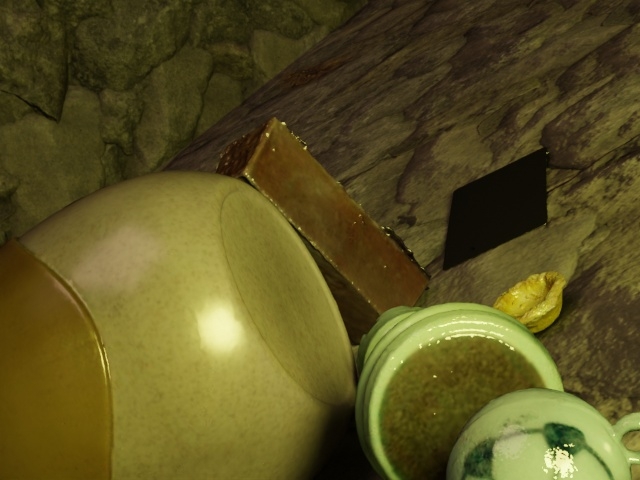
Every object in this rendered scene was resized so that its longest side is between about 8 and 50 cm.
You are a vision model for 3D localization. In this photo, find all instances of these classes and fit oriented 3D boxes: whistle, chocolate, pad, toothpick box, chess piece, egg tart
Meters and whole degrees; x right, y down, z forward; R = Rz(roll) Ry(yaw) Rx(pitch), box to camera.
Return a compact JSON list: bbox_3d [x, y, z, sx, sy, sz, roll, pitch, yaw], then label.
[{"bbox_3d":[0.148,0.213,1.097,0.289,0.163,0.163,-27,18,14],"label":"whistle"},{"bbox_3d":[0.000,0.000,1.710,0.112,0.321,0.112,-27,26,40],"label":"chocolate"},{"bbox_3d":[0.251,-0.047,1.893,0.159,0.009,0.265,-25,20,20],"label":"pad"},{"bbox_3d":[-0.207,0.159,1.457,0.425,0.409,0.409,-28,17,18],"label":"toothpick box"},{"bbox_3d":[0.116,0.144,1.336,0.194,0.195,0.299,-33,8,-3],"label":"chess piece"},{"bbox_3d":[0.239,0.076,1.514,0.105,0.039,0.105,-29,17,10],"label":"egg tart"}]
